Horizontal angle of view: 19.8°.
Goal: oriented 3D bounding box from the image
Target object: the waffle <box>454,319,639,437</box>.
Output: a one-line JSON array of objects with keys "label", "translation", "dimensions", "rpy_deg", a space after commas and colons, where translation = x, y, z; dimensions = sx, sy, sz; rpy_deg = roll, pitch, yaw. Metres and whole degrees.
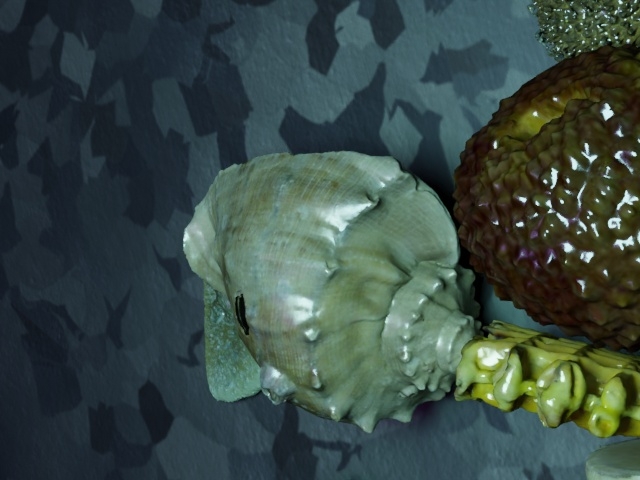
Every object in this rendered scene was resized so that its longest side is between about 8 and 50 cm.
[{"label": "waffle", "translation": [0.213, 0.114, 1.487], "dimensions": [0.309, 0.283, 0.065], "rpy_deg": [12, 91, 58]}]

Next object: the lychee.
[{"label": "lychee", "translation": [0.251, -0.025, 1.468], "dimensions": [0.267, 0.267, 0.268], "rpy_deg": [5, 98, 40]}]

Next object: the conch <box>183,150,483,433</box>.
[{"label": "conch", "translation": [0.004, 0.041, 1.672], "dimensions": [0.324, 0.186, 0.263], "rpy_deg": [12, 119, 17]}]

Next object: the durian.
[{"label": "durian", "translation": [0.243, -0.210, 1.552], "dimensions": [0.188, 0.091, 0.148], "rpy_deg": [-24, 79, 38]}]

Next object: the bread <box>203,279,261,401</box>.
[{"label": "bread", "translation": [-0.076, 0.075, 1.897], "dimensions": [0.112, 0.036, 0.193], "rpy_deg": [1, 96, 40]}]

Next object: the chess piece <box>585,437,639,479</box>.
[{"label": "chess piece", "translation": [0.307, 0.299, 1.535], "dimensions": [0.142, 0.142, 0.261], "rpy_deg": [-3, 97, 41]}]
